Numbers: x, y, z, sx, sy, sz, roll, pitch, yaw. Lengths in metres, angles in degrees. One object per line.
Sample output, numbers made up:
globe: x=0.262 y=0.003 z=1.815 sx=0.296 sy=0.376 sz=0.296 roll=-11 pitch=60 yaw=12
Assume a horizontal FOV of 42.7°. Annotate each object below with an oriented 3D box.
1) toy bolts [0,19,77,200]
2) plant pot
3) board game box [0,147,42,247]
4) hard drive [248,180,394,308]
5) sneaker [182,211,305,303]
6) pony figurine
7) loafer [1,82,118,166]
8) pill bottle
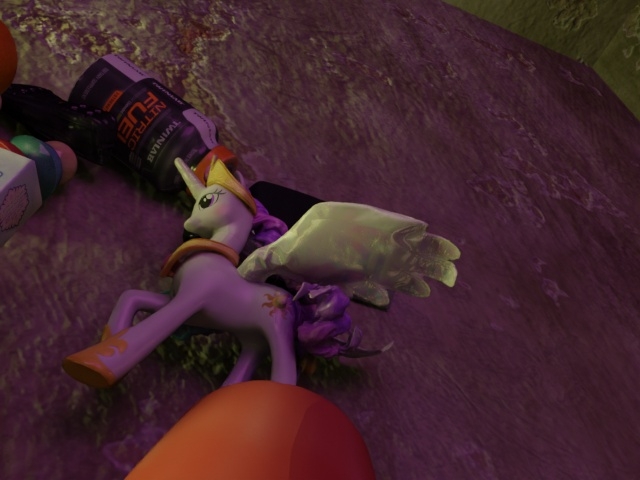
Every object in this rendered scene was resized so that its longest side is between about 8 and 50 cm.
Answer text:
toy bolts: x=-0.396 y=-0.160 z=1.037 sx=0.228 sy=0.218 sz=0.158 roll=52 pitch=23 yaw=1
plant pot: x=-0.059 y=0.257 z=0.662 sx=0.275 sy=0.275 sz=0.243 roll=28 pitch=20 yaw=-4
board game box: x=-0.472 y=-0.009 z=0.711 sx=0.318 sy=0.066 sz=0.318 roll=20 pitch=47 yaw=8
hard drive: x=0.000 y=0.000 z=1.258 sx=0.254 sy=0.054 sz=0.172 roll=22 pitch=32 yaw=-14
sneaker: x=-0.092 y=0.035 z=1.116 sx=0.234 sy=0.078 sz=0.106 roll=37 pitch=46 yaw=-3
pony figurine: x=-0.063 y=0.077 z=0.923 sx=0.351 sy=0.303 sz=0.363 roll=26 pitch=48 yaw=-3
loafer: x=-0.384 y=-0.166 z=1.154 sx=0.223 sy=0.078 sz=0.076 roll=22 pitch=23 yaw=20
pill bottle: x=-0.241 y=-0.157 z=1.206 sx=0.245 sy=0.130 sz=0.130 roll=36 pitch=31 yaw=10
